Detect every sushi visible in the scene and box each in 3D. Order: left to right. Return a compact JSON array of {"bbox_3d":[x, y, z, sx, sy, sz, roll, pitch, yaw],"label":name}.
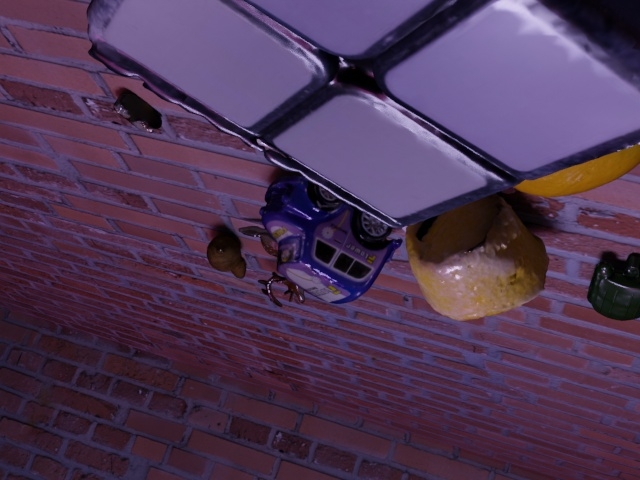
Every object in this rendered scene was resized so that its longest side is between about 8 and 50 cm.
[{"bbox_3d":[-0.300,-0.200,1.329,0.046,0.044,0.083,-5,145,45],"label":"sushi"}]

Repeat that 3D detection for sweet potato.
[{"bbox_3d":[-0.201,0.033,1.759,0.074,0.075,0.269,17,168,9],"label":"sweet potato"}]

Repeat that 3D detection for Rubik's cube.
[{"bbox_3d":[0.067,-0.233,0.568,0.316,0.318,0.313,28,157,-20],"label":"Rubik's cube"}]

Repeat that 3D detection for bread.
[{"bbox_3d":[0.227,0.018,1.208,0.197,0.197,0.170,3,141,38],"label":"bread"}]

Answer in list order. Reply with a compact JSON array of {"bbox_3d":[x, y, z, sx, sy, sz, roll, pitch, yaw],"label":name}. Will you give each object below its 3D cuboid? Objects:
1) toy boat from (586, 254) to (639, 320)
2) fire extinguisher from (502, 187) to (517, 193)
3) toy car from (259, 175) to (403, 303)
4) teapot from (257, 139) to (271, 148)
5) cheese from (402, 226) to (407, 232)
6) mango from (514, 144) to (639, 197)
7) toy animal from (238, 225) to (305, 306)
[{"bbox_3d":[0.477,0.085,1.305,0.104,0.052,0.210,11,157,17],"label":"toy boat"},{"bbox_3d":[0.237,-0.112,1.076,0.056,0.039,0.132,0,152,22],"label":"fire extinguisher"},{"bbox_3d":[0.000,0.000,1.370,0.235,0.158,0.172,34,156,-15],"label":"toy car"},{"bbox_3d":[-0.035,-0.179,1.090,0.245,0.116,0.159,8,145,14],"label":"teapot"},{"bbox_3d":[0.202,0.025,1.388,0.137,0.064,0.227,-3,150,38],"label":"cheese"},{"bbox_3d":[0.278,-0.140,0.883,0.176,0.119,0.317,26,149,-6],"label":"mango"},{"bbox_3d":[-0.051,0.039,1.655,0.260,0.087,0.243,2,138,42],"label":"toy animal"}]
